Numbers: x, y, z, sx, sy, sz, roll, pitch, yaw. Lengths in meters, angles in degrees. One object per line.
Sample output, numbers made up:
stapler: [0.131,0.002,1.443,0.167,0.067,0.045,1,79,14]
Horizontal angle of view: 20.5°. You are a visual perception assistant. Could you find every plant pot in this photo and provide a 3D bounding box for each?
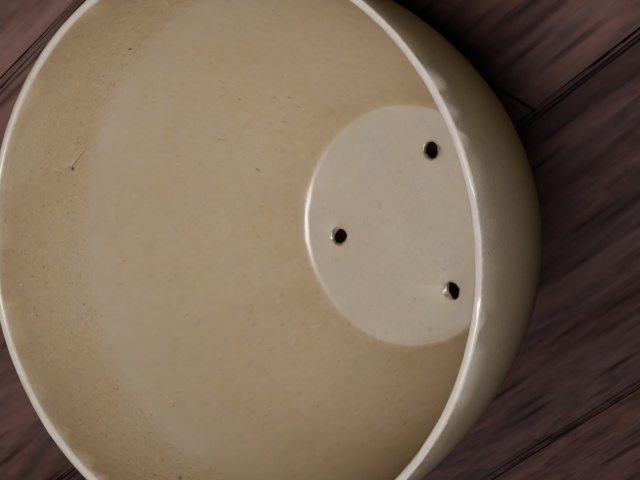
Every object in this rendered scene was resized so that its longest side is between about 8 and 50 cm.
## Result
plant pot: [0.000,0.000,0.907,0.284,0.284,0.191,-33,166,30]
